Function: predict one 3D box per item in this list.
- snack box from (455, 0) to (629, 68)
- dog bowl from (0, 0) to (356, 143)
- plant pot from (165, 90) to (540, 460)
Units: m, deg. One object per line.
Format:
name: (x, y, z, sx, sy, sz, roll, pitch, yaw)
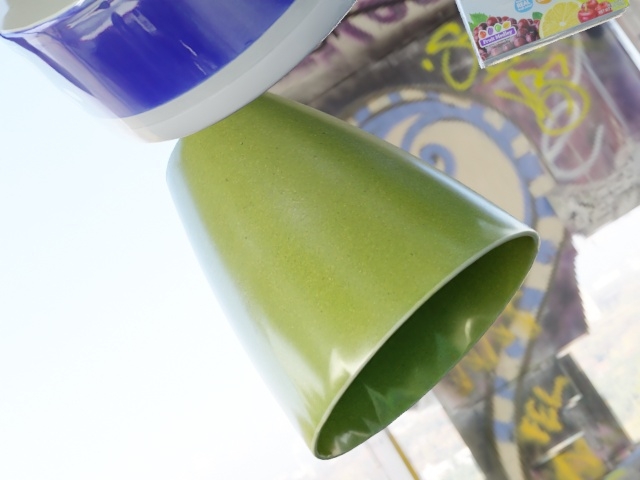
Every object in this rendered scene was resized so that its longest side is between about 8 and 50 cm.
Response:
snack box: (0.199, -0.233, 0.914, 0.141, 0.100, 0.037, -20, -6, 7)
dog bowl: (-0.078, -0.195, 0.596, 0.265, 0.265, 0.104, -35, -51, 19)
plant pot: (0.000, 0.000, 0.913, 0.275, 0.293, 0.275, -38, -23, -19)
